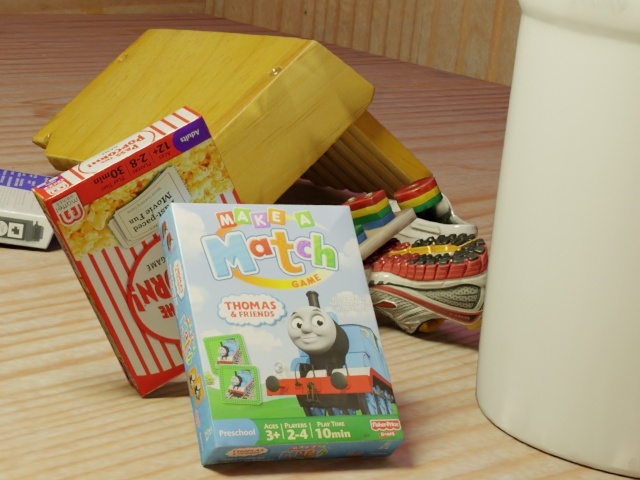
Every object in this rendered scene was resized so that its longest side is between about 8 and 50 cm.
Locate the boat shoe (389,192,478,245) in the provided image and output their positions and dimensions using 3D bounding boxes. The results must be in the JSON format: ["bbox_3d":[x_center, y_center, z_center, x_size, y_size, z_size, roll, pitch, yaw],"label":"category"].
[{"bbox_3d":[0.121,-0.017,2.036,0.095,0.084,0.258,1,15,-24],"label":"boat shoe"}]

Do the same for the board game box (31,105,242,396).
[{"bbox_3d":[-0.129,0.009,1.472,0.146,0.194,0.045,-30,25,-14],"label":"board game box"}]

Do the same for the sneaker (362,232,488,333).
[{"bbox_3d":[0.074,0.052,1.762,0.225,0.093,0.088,0,25,44],"label":"sneaker"}]

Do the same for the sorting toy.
[{"bbox_3d":[0.000,0.000,1.772,0.132,0.046,0.274,-14,15,42],"label":"sorting toy"}]

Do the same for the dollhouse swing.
[{"bbox_3d":[-0.096,-0.084,2.180,0.346,0.305,0.315,12,51,50],"label":"dollhouse swing"}]

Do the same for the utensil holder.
[{"bbox_3d":[0.305,-0.025,1.527,0.327,0.386,0.327,7,14,-2],"label":"utensil holder"}]

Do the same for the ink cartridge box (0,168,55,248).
[{"bbox_3d":[-0.340,-0.039,1.972,0.208,0.045,0.206,7,13,-7],"label":"ink cartridge box"}]

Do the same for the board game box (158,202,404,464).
[{"bbox_3d":[-0.033,0.070,1.411,0.160,0.039,0.212,0,60,-25],"label":"board game box"}]
